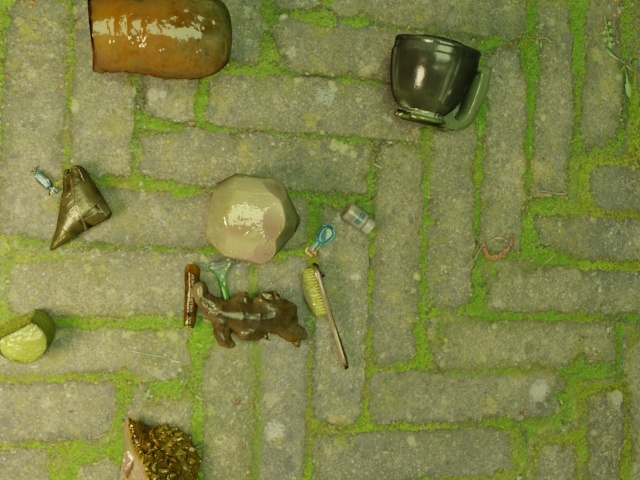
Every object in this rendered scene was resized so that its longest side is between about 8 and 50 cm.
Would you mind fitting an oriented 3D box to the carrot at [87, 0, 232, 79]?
[{"bbox_3d":[-0.396,-0.509,1.603,0.341,0.224,0.224,-3,91,-16],"label":"carrot"}]

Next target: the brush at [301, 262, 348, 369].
[{"bbox_3d":[0.011,0.215,1.799,0.067,0.072,0.312,-17,98,8],"label":"brush"}]

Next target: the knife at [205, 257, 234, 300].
[{"bbox_3d":[-0.254,0.130,1.739,0.078,0.023,0.166,-14,99,-15],"label":"knife"}]

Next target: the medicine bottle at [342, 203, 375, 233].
[{"bbox_3d":[0.108,-0.060,1.823,0.089,0.052,0.052,37,81,-12],"label":"medicine bottle"}]

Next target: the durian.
[{"bbox_3d":[-0.398,0.600,1.666,0.196,0.186,0.304,5,80,-38],"label":"durian"}]

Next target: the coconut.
[{"bbox_3d":[-0.168,-0.053,1.666,0.231,0.227,0.226,12,87,-5],"label":"coconut"}]

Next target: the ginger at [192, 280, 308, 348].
[{"bbox_3d":[-0.180,0.209,1.721,0.333,0.080,0.166,10,82,-24],"label":"ginger"}]

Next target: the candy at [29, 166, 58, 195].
[{"bbox_3d":[-0.693,-0.146,1.623,0.083,0.020,0.030,46,78,-10],"label":"candy"}]

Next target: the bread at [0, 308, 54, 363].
[{"bbox_3d":[-0.711,0.239,1.572,0.129,0.114,0.111,-33,104,-10],"label":"bread"}]

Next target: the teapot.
[{"bbox_3d":[0.317,-0.438,1.833,0.240,0.322,0.239,19,103,25],"label":"teapot"}]

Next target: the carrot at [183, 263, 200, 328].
[{"bbox_3d":[-0.341,0.147,1.709,0.042,0.042,0.170,4,91,-15],"label":"carrot"}]

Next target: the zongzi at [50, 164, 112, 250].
[{"bbox_3d":[-0.631,-0.085,1.617,0.176,0.078,0.160,-31,91,-5],"label":"zongzi"}]

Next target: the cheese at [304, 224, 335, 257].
[{"bbox_3d":[0.000,0.000,1.813,0.047,0.017,0.111,41,80,-8],"label":"cheese"}]
